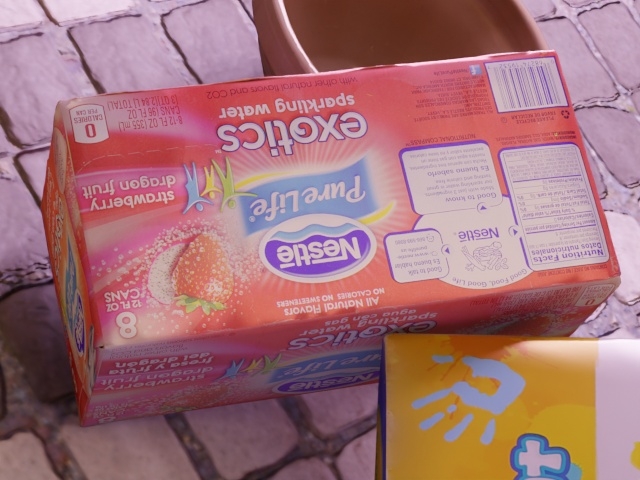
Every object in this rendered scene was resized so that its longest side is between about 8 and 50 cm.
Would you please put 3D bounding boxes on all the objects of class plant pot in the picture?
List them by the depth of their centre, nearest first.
[{"bbox_3d":[0.042,-0.114,1.317,0.237,0.110,0.237,21,47,-24],"label":"plant pot"}]

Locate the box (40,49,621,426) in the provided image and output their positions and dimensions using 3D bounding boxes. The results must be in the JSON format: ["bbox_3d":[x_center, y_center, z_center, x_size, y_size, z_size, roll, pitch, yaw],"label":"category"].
[{"bbox_3d":[0.000,0.000,1.093,0.300,0.142,0.154,-8,68,-16],"label":"box"}]

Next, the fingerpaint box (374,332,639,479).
[{"bbox_3d":[0.209,0.269,0.945,0.371,0.163,0.444,1,49,0],"label":"fingerpaint box"}]
